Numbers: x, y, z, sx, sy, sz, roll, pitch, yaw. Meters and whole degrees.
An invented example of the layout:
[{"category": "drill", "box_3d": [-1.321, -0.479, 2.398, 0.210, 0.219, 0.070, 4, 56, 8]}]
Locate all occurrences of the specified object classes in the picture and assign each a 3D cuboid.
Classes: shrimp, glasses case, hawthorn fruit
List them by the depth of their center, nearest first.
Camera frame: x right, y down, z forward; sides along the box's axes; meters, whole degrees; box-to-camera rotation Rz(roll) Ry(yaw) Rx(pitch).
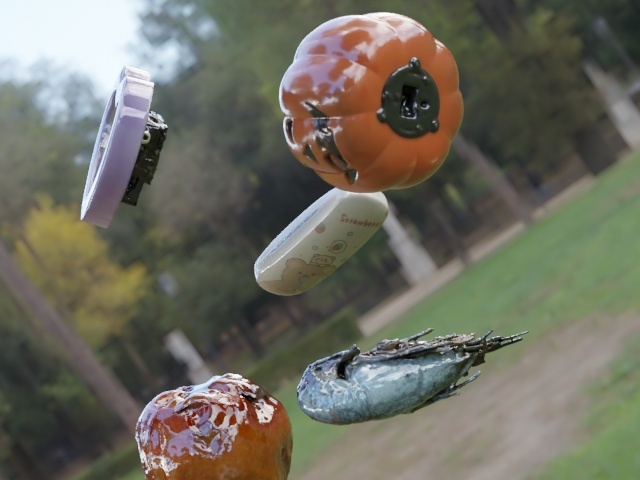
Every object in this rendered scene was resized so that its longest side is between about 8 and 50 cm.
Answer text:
[{"category": "shrimp", "box_3d": [0.090, 0.125, 1.852, 0.233, 0.090, 0.079, -16, 40, -9]}, {"category": "hawthorn fruit", "box_3d": [-0.100, 0.222, 1.950, 0.173, 0.179, 0.173, -15, -27, -8]}, {"category": "glasses case", "box_3d": [0.000, 0.000, 2.354, 0.204, 0.081, 0.051, -43, 39, 34]}]

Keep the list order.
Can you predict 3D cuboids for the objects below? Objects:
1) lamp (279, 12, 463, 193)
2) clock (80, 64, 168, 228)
[{"category": "lamp", "box_3d": [0.046, -0.140, 1.989, 0.187, 0.187, 0.164, -35, 23, -29]}, {"category": "clock", "box_3d": [-0.206, -0.094, 2.089, 0.198, 0.064, 0.172, -122, 48, -76]}]
